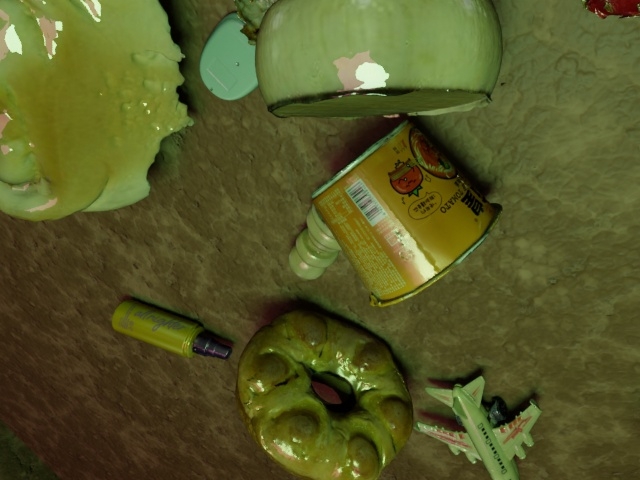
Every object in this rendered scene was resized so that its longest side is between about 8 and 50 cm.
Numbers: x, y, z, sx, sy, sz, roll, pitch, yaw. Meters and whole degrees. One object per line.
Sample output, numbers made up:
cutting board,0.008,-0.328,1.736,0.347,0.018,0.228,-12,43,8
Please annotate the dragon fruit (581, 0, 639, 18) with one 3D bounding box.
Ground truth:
dragon fruit,0.333,-0.278,0.468,0.190,0.094,0.094,-27,110,32

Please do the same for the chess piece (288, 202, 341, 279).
chess piece,0.000,0.000,0.837,0.094,0.094,0.170,35,139,-3

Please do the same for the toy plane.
toy plane,0.304,0.359,0.948,0.241,0.104,0.256,-25,112,34

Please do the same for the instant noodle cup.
instant noodle cup,0.100,-0.043,0.682,0.215,0.216,0.172,-35,97,39

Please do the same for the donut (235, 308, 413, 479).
donut,0.006,0.276,0.913,0.317,0.299,0.150,57,147,20

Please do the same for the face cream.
face cream,-0.323,0.206,1.137,0.273,0.078,0.078,17,130,13

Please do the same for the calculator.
calculator,-0.115,-0.261,0.727,0.095,0.021,0.153,45,131,-12

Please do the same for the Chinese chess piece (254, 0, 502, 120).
Chinese chess piece,0.059,-0.189,0.548,0.257,0.257,0.104,2,99,23

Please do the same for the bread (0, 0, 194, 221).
bread,-0.364,-0.215,0.728,0.328,0.245,0.424,23,127,6

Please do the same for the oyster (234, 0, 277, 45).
oyster,-0.076,-0.315,0.661,0.085,0.029,0.132,-7,103,-2
